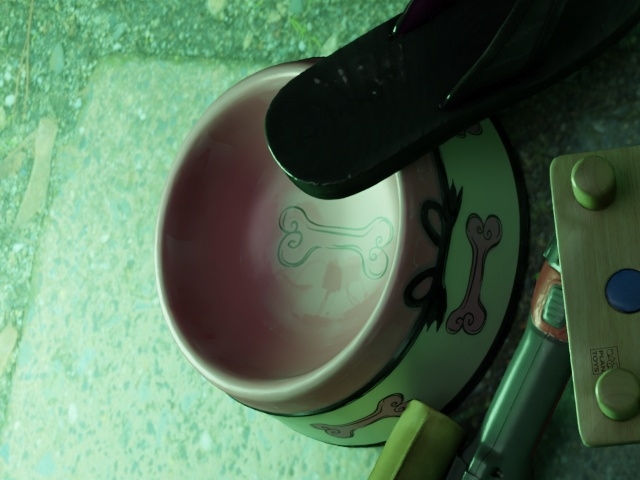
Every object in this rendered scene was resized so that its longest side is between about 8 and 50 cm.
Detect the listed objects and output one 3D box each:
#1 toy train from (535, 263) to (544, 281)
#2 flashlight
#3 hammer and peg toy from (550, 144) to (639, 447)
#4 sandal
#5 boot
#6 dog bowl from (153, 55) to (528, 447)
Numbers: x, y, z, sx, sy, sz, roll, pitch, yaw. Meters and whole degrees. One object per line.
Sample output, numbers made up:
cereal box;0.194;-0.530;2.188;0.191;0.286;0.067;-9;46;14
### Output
toy train;0.234;0.014;1.829;0.024;0.017;0.083;46;112;26
flashlight;0.207;0.129;1.784;0.103;0.103;0.304;-110;41;-70
hammer and peg toy;0.327;0.089;1.600;0.266;0.127;0.361;-6;76;9
sandal;0.144;-0.199;1.777;0.446;0.107;0.167;-37;61;-4
boot;0.053;0.301;1.868;0.089;0.236;0.269;28;78;5
dog bowl;0.000;0.000;1.945;0.408;0.150;0.408;-9;76;39
